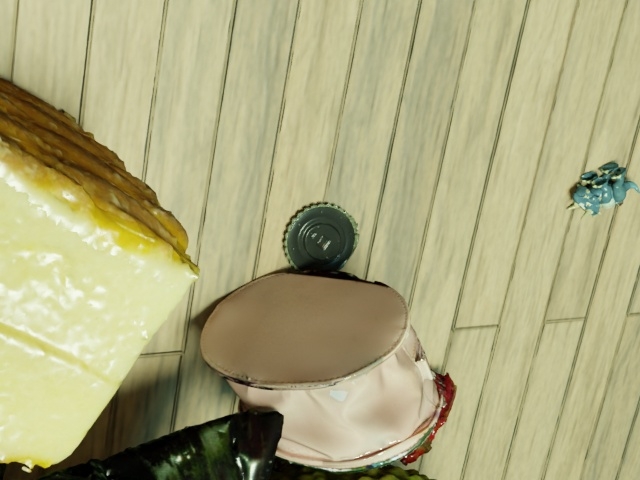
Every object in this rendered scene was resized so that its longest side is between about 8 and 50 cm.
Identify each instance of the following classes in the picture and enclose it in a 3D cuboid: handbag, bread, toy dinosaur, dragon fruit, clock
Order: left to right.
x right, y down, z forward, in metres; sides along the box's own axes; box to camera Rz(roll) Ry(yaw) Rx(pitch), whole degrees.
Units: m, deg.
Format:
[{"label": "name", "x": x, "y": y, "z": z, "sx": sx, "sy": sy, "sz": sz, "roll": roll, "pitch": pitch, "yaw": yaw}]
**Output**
[{"label": "bread", "x": -0.267, "y": -0.011, "z": 0.882, "sx": 0.279, "sy": 0.279, "sz": 0.207, "roll": 33, "pitch": 94, "yaw": -38}, {"label": "clock", "x": 0.000, "y": 0.000, "z": 1.217, "sx": 0.083, "sy": 0.010, "sz": 0.074, "roll": 36, "pitch": 92, "yaw": -38}, {"label": "handbag", "x": 0.002, "y": 0.116, "z": 1.163, "sx": 0.179, "sy": 0.205, "sz": 0.116, "roll": -53, "pitch": 141, "yaw": -45}, {"label": "dragon fruit", "x": 0.090, "y": 0.190, "z": 1.301, "sx": 0.097, "sy": 0.131, "sz": 0.063, "roll": 18, "pitch": 125, "yaw": -13}, {"label": "toy dinosaur", "x": 0.303, "y": -0.051, "z": 1.361, "sx": 0.083, "sy": 0.030, "sz": 0.047, "roll": -24, "pitch": 124, "yaw": -18}]

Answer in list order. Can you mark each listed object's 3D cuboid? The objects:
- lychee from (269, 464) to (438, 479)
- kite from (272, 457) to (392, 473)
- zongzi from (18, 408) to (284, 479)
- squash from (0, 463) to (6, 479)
[{"label": "lychee", "x": 0.009, "y": 0.336, "z": 1.218, "sx": 0.320, "sy": 0.270, "sz": 0.270, "roll": -36, "pitch": 127, "yaw": -17}, {"label": "kite", "x": -0.049, "y": 0.257, "z": 1.315, "sx": 0.285, "sy": 0.015, "sz": 0.152, "roll": -22, "pitch": 120, "yaw": -23}, {"label": "zongzi", "x": -0.230, "y": 0.308, "z": 1.022, "sx": 0.362, "sy": 0.319, "sz": 0.383, "roll": 6, "pitch": 111, "yaw": -37}, {"label": "squash", "x": -0.321, "y": 0.231, "z": 1.094, "sx": 0.087, "sy": 0.087, "sz": 0.331, "roll": 9, "pitch": 108, "yaw": -34}]
